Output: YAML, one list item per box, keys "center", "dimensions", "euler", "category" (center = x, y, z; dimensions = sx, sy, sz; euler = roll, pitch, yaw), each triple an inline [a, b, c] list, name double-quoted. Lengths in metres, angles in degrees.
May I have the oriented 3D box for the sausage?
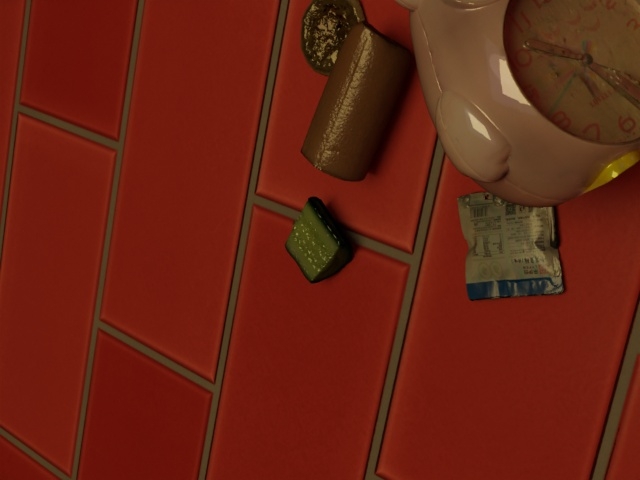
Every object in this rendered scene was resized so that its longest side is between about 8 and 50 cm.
- center: [0.065, -0.235, 1.762]
  dimensions: [0.123, 0.123, 0.253]
  euler: [38, 117, 32]
  category: "sausage"

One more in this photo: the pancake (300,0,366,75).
- center: [0.020, -0.361, 1.854]
  dimensions: [0.151, 0.025, 0.152]
  euler: [6, 99, 41]
  category: "pancake"

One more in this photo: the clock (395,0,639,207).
- center: [0.280, -0.241, 1.424]
  dimensions: [0.377, 0.368, 0.250]
  euler: [54, 158, 2]
  category: "clock"

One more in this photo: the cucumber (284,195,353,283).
- center: [0.000, 0.000, 1.878]
  dimensions: [0.115, 0.062, 0.116]
  euler: [57, 133, 24]
  category: "cucumber"

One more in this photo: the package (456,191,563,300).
- center: [0.291, 0.004, 1.649]
  dimensions: [0.171, 0.027, 0.173]
  euler: [-6, 90, 38]
  category: "package"
